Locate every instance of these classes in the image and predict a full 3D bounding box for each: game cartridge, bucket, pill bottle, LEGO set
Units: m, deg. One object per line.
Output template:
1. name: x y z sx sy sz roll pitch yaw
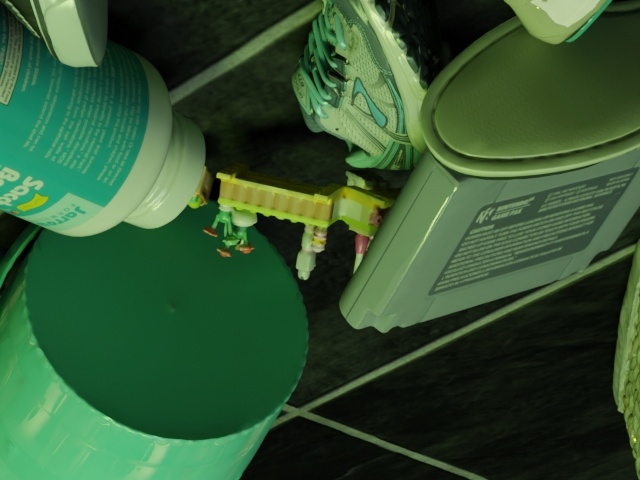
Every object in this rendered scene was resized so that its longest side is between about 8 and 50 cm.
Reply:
1. game cartridge: 0.159 -0.033 1.548 0.294 0.060 0.196 -14 148 -44
2. bucket: -0.152 0.098 1.637 0.281 0.281 0.183 7 146 -22
3. pill bottle: -0.208 -0.091 1.415 0.146 0.146 0.264 -30 143 34
4. LEGO set: 0.000 0.000 1.603 0.287 0.132 0.107 3 106 -20

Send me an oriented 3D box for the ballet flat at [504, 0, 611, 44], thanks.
1. ballet flat: 0.211 -0.232 1.302 0.086 0.086 0.248 24 119 -42

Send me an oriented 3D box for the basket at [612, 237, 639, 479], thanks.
1. basket: 0.463 0.159 1.870 0.328 0.266 0.331 -6 148 0

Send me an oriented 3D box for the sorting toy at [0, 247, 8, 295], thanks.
1. sorting toy: -0.299 0.032 1.711 0.061 0.042 0.102 -11 149 7

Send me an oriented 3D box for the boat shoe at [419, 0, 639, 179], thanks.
1. boat shoe: 0.222 -0.120 1.428 0.340 0.127 0.113 -30 164 -15

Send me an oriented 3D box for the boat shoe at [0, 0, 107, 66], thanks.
1. boat shoe: -0.211 -0.219 1.232 0.105 0.113 0.306 -5 148 10

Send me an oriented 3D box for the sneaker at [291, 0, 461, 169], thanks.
1. sneaker: 0.032 -0.123 1.451 0.122 0.110 0.283 -11 150 13
